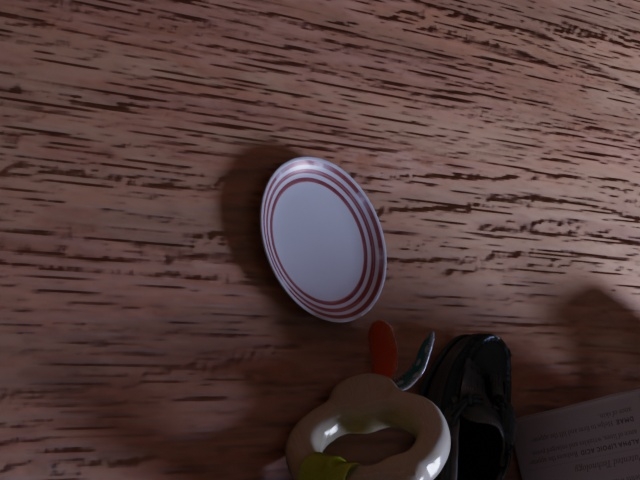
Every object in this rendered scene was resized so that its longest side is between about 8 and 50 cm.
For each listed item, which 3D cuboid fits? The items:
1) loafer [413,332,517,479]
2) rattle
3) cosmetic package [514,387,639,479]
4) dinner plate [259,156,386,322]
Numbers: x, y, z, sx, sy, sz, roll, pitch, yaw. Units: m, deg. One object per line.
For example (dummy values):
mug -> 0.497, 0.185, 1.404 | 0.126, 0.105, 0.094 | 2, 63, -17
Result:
loafer -> 0.122, 0.183, 1.267 | 0.096, 0.084, 0.267 | 43, 49, -24
rattle -> 0.052, 0.173, 1.217 | 0.142, 0.130, 0.199 | 63, 16, -21
cosmetic package -> 0.285, 0.224, 1.360 | 0.151, 0.151, 0.183 | -5, 78, -44
dinner plate -> 0.000, 0.000, 1.270 | 0.141, 0.017, 0.141 | 17, 63, -38
